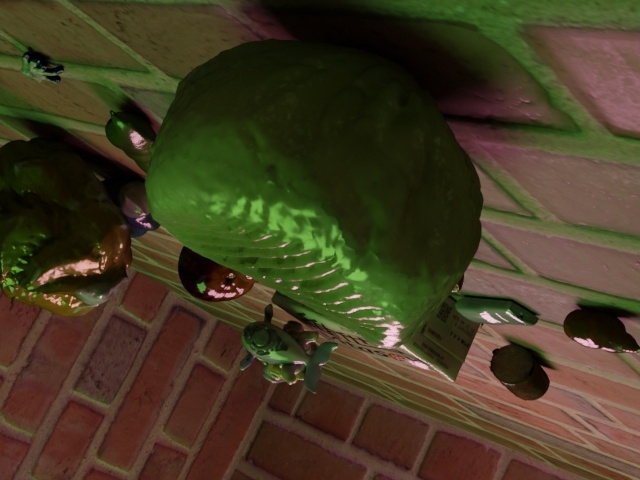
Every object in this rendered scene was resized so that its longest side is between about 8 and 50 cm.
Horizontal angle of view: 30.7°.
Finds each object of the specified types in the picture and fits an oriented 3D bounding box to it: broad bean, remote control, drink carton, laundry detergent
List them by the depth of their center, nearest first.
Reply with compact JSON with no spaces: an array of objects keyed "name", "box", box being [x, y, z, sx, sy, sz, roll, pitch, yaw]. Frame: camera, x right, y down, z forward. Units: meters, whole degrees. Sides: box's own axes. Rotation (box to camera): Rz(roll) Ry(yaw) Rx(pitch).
[{"name":"remote control","box":[0.273,0.115,1.827,0.061,0.029,0.162,29,169,-19]},{"name":"broad bean","box":[-0.281,-0.148,1.828,0.075,0.067,0.325,55,178,13]},{"name":"drink carton","box":[0.092,0.125,2.049,0.324,0.132,0.194,14,164,45]},{"name":"laundry detergent","box":[-0.394,-0.068,2.377,0.143,0.094,0.290,39,167,-13]}]

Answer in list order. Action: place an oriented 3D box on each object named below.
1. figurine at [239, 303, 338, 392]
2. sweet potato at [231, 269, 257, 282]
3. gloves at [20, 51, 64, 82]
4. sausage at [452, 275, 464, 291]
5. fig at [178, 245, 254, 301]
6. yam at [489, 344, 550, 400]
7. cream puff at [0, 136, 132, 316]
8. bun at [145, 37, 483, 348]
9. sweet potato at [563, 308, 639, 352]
[{"name":"figurine","box":[-0.060,0.201,2.092,0.208,0.128,0.184,21,170,38]},{"name":"sweet potato","box":[-0.167,-0.013,2.135,0.097,0.097,0.292,18,158,39]},{"name":"gloves","box":[-0.409,-0.253,1.709,0.064,0.026,0.086,28,165,-16]},{"name":"sausage","box":[0.127,0.025,1.626,0.179,0.089,0.089,14,164,39]},{"name":"fig","box":[-0.233,0.050,2.400,0.202,0.148,0.149,7,-164,26]},{"name":"yam","box":[0.359,0.240,2.096,0.084,0.084,0.127,20,165,31]},{"name":"cream puff","box":[-0.541,-0.012,2.268,0.378,0.275,0.378,48,160,24]},{"name":"bun","box":[0.009,-0.054,1.104,0.352,0.227,0.349,35,167,-29]},{"name":"sweet potato","box":[0.375,0.122,1.533,0.056,0.056,0.195,29,178,-15]}]
